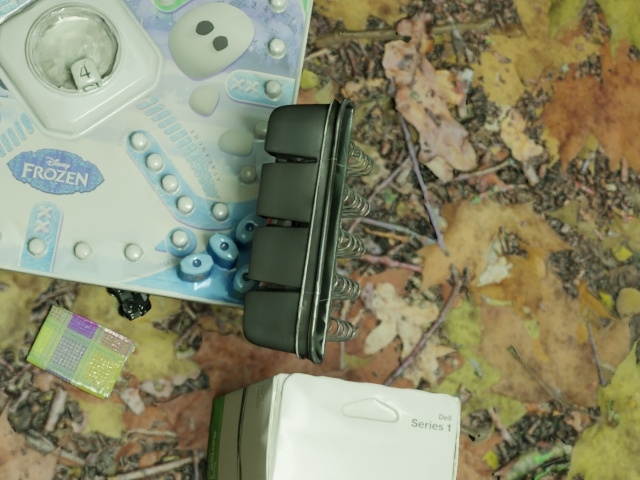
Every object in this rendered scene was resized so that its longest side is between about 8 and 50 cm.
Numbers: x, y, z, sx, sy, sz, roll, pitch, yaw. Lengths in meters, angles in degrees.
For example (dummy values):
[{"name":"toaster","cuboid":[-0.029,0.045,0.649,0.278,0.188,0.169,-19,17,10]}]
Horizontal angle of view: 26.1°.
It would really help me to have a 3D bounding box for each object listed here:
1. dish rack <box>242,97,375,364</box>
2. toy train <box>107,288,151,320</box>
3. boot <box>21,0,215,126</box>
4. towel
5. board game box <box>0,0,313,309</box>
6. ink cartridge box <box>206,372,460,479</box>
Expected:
[{"name":"dish rack","cuboid":[0.000,0.000,1.182,0.074,0.271,0.208,7,85,12]},{"name":"toy train","cuboid":[-0.195,-0.003,1.250,0.036,0.027,0.158,-27,89,-23]},{"name":"boot","cuboid":[-0.249,-0.147,1.226,0.280,0.096,0.264,-18,87,-18]},{"name":"towel","cuboid":[-0.213,0.100,1.234,0.083,0.009,0.060,27,74,-10]},{"name":"board game box","cuboid":[-0.210,-0.163,1.182,0.390,0.050,0.390,10,78,-4]},{"name":"ink cartridge box","cuboid":[0.005,0.175,1.173,0.160,0.219,0.092,9,77,-15]}]
